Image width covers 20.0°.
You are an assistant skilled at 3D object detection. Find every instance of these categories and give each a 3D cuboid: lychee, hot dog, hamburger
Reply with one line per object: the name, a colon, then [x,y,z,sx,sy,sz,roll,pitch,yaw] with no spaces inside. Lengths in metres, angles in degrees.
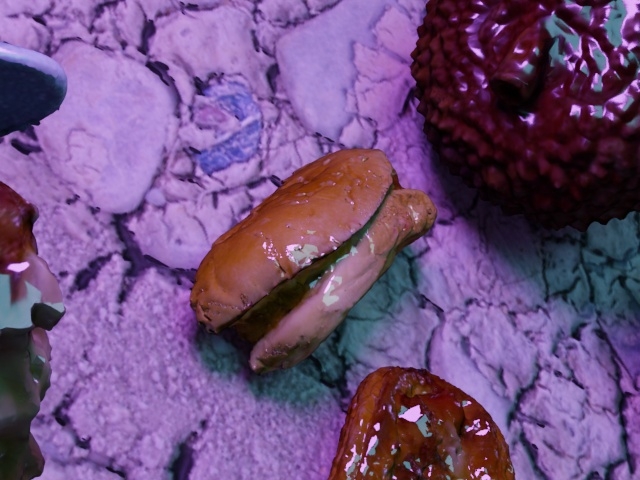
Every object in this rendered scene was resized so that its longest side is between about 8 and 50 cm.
lychee: [0.234,-0.158,1.669,0.306,0.306,0.330,61,24,11]
hot dog: [0.074,0.200,1.489,0.160,0.099,0.227,26,51,-18]
hamburger: [0.000,0.000,1.531,0.124,0.131,0.262,46,46,-2]

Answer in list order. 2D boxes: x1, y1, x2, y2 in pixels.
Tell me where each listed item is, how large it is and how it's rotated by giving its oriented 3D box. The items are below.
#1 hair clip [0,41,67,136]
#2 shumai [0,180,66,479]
hair clip: [-0.413,-0.151,1.240,0.392,0.318,0.238,2,63,-29]
shumai: [-0.306,0.094,1.190,0.346,0.283,0.217,46,49,-4]
